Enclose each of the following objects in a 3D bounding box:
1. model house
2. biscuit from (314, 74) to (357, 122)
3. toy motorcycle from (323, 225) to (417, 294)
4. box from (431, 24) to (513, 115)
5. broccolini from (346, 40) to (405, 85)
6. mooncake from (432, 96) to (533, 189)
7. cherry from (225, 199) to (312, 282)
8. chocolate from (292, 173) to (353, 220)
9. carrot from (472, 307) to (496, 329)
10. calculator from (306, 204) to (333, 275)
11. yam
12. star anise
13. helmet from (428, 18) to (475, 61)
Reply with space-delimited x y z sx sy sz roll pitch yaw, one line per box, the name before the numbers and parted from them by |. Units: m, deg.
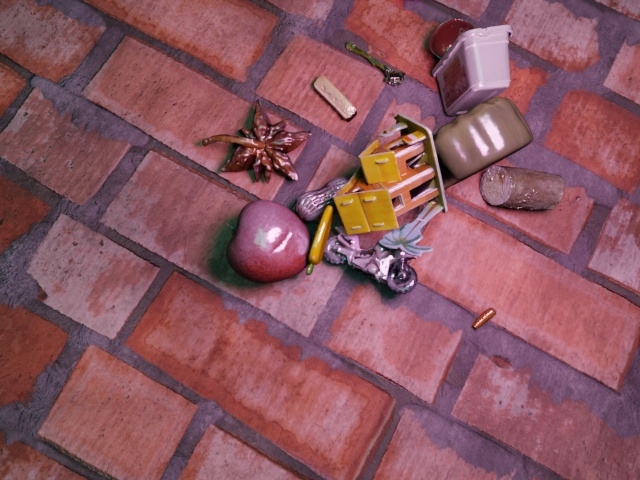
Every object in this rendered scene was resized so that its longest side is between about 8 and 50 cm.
model house | 0.208 -0.142 1.197 0.324 0.340 0.300 -27 126 -2
biscuit | 0.053 -0.510 1.446 0.056 0.052 0.188 -43 84 8
toy motorcycle | 0.178 0.040 1.317 0.327 0.143 0.188 24 79 18
box | 0.510 -0.550 1.348 0.175 0.312 0.182 -8 88 -3
broccolini | 0.201 -0.651 1.491 0.254 0.071 0.057 35 122 10
mooncake | 0.482 -0.308 1.278 0.351 0.351 0.187 -27 85 -6
cherry | -0.159 0.011 1.269 0.308 0.221 0.261 22 86 -17
chocolate | 0.025 -0.141 1.353 0.248 0.110 0.110 -27 82 -3
carrot | 0.548 0.260 1.344 0.093 0.032 0.032 -41 84 -3
calculator | 0.000 0.000 1.273 0.032 0.146 0.234 16 83 7
yam | 0.691 -0.173 1.362 0.255 0.154 0.153 8 80 -3
star anise | -0.207 -0.324 1.376 0.350 0.109 0.292 35 76 5
helmet | 0.473 -0.700 1.465 0.175 0.106 0.155 -36 78 -5
